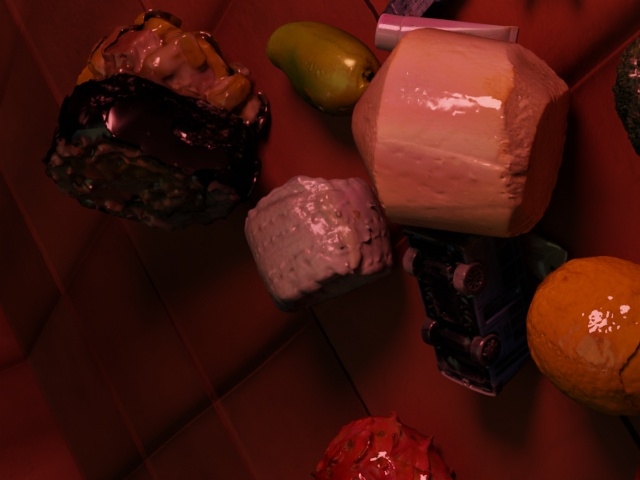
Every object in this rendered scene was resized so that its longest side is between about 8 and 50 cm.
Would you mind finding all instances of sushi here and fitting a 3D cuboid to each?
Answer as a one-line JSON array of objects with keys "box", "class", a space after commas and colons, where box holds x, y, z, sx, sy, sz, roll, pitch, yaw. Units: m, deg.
[{"box": [-0.278, -0.196, 1.613, 0.328, 0.328, 0.285, 141, 142, -58], "class": "sushi"}]

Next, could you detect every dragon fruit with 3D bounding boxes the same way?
[{"box": [0.116, 0.400, 1.482, 0.205, 0.210, 0.268, -36, 72, 24], "class": "dragon fruit"}]

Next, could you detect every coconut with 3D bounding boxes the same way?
[{"box": [0.154, -0.125, 1.117, 0.244, 0.239, 0.239, 14, 120, 24], "class": "coconut"}]

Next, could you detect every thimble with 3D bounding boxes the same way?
[{"box": [0.000, 0.000, 1.427, 0.250, 0.205, 0.172, 136, 115, -69], "class": "thimble"}]

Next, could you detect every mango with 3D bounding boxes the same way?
[{"box": [0.006, -0.251, 1.379, 0.233, 0.111, 0.125, 28, 123, 44], "class": "mango"}]

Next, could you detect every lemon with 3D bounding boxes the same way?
[{"box": [0.329, 0.107, 1.081, 0.193, 0.180, 0.180, 21, 125, 20], "class": "lemon"}]

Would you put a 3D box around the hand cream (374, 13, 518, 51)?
[{"box": [0.158, -0.248, 1.198, 0.174, 0.047, 0.076, 13, 123, 14], "class": "hand cream"}]

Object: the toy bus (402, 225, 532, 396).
[{"box": [0.203, 0.072, 1.234, 0.116, 0.133, 0.234, 17, 133, 48], "class": "toy bus"}]

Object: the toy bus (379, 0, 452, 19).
[{"box": [0.137, -0.317, 1.232, 0.166, 0.047, 0.065, -44, 69, 51], "class": "toy bus"}]

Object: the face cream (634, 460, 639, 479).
[{"box": [0.434, 0.321, 1.028, 0.201, 0.201, 0.187, 33, 130, 39], "class": "face cream"}]

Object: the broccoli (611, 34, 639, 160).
[{"box": [0.409, -0.127, 0.802, 0.297, 0.297, 0.297, 36, 96, 37], "class": "broccoli"}]

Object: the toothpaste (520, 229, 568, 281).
[{"box": [0.223, -0.023, 1.270, 0.255, 0.037, 0.067, 37, 138, 32], "class": "toothpaste"}]
